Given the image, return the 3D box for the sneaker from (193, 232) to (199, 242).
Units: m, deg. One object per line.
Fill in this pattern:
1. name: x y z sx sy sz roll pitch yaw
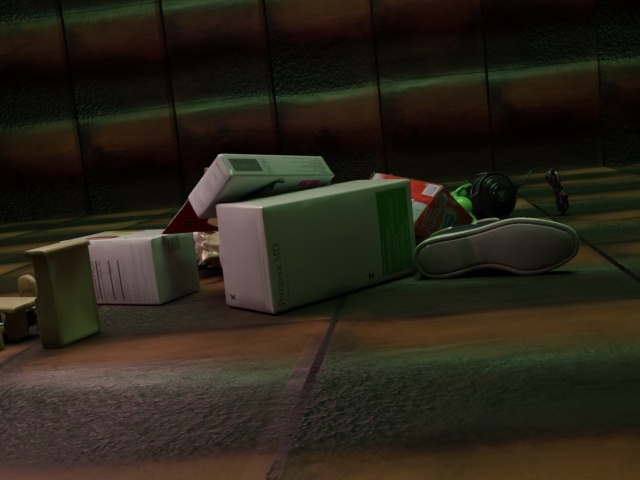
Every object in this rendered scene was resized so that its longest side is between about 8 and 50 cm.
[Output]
1. sneaker: -0.358 -0.026 2.331 0.092 0.087 0.228 0 14 -9

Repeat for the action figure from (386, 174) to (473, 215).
1. action figure: 0.261 -0.054 1.878 0.276 0.140 0.164 32 20 32

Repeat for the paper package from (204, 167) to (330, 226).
1. paper package: -0.154 -0.115 2.251 0.310 0.168 0.325 7 6 13

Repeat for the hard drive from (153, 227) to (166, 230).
1. hard drive: -0.481 0.006 2.143 0.172 0.054 0.255 -12 0 -38

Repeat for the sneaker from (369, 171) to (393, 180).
1. sneaker: 0.212 -0.101 2.369 0.098 0.135 0.276 4 28 -19

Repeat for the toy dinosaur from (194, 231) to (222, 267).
1. toy dinosaur: -0.209 0.024 1.765 0.296 0.127 0.200 22 -10 40

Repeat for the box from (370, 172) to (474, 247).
1. box: 0.188 -0.051 1.685 0.128 0.123 0.257 -53 29 -10

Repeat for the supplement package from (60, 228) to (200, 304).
1. supplement package: -0.392 0.052 1.593 0.244 0.133 0.139 -2 9 28

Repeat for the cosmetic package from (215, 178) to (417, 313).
1. cosmetic package: 0.000 0.000 1.461 0.366 0.196 0.155 -15 13 -40

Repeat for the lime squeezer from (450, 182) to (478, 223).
1. lime squeezer: 0.335 -0.082 1.759 0.110 0.058 0.310 12 29 -11

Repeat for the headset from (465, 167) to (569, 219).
1. headset: 0.482 -0.100 2.166 0.394 0.185 0.243 -21 3 6

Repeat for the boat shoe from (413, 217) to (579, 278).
1. boat shoe: 0.328 0.006 1.460 0.303 0.114 0.091 -2 15 19

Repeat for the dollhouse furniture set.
1. dollhouse furniture set: -0.512 0.089 1.324 0.242 0.160 0.212 -2 9 25

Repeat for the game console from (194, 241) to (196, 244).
1. game console: -0.244 0.009 2.120 0.213 0.043 0.361 -3 9 11

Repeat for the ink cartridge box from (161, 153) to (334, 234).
1. ink cartridge box: -0.141 -0.071 1.518 0.275 0.060 0.239 -5 -34 -48
